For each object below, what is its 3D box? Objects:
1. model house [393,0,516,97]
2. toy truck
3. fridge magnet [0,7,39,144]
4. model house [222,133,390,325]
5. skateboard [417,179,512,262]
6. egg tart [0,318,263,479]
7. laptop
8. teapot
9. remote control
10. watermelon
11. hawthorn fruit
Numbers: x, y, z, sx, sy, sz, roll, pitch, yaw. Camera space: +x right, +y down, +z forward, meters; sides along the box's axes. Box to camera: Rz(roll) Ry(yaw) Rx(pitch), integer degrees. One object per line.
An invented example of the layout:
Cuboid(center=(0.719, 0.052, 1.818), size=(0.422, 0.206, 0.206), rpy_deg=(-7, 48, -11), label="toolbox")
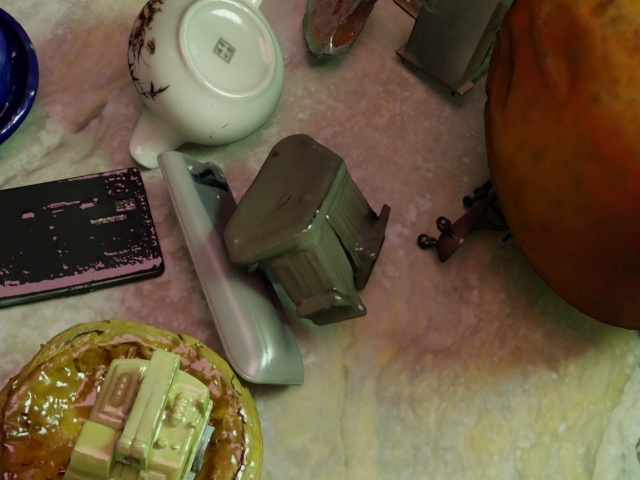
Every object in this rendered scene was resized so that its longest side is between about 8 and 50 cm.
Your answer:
Cuboid(center=(0.246, -0.374, 1.304), size=(0.244, 0.326, 0.169), rpy_deg=(-33, 71, -28), label="model house")
Cuboid(center=(-0.184, 0.227, 0.877), size=(0.124, 0.157, 0.272), rpy_deg=(19, 56, 3), label="toy truck")
Cuboid(center=(-0.484, -0.207, 1.212), size=(0.265, 0.112, 0.265), rpy_deg=(3, 64, -6), label="fridge magnet")
Cuboid(center=(0.003, -0.005, 1.168), size=(0.188, 0.122, 0.229), rpy_deg=(50, 41, -26), label="model house")
Cuboid(center=(0.204, -0.021, 1.261), size=(0.151, 0.067, 0.080), rpy_deg=(-38, 83, -28), label="skateboard")
Cuboid(center=(-0.206, 0.220, 1.037), size=(0.290, 0.115, 0.290), rpy_deg=(6, 58, -9), label="egg tart")
Cuboid(center=(-0.304, -0.007, 1.187), size=(0.207, 0.026, 0.154), rpy_deg=(-11, 65, -15), label="laptop")
Cuboid(center=(-0.142, -0.236, 1.275), size=(0.208, 0.166, 0.299), rpy_deg=(31, 51, -13), label="teapot")
Cuboid(center=(-0.098, 0.026, 1.157), size=(0.055, 0.109, 0.313), rpy_deg=(-34, 65, 25), label="remote control")
Cuboid(center=(0.047, -0.329, 1.361), size=(0.071, 0.139, 0.187), rpy_deg=(27, 55, -34), label="watermelon")
Cuboid(center=(0.400, -0.136, 1.157), size=(0.472, 0.472, 0.471), rpy_deg=(4, 63, -7), label="hawthorn fruit")
